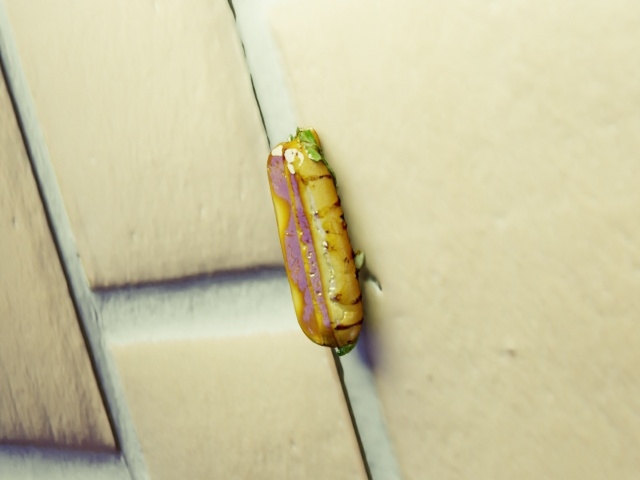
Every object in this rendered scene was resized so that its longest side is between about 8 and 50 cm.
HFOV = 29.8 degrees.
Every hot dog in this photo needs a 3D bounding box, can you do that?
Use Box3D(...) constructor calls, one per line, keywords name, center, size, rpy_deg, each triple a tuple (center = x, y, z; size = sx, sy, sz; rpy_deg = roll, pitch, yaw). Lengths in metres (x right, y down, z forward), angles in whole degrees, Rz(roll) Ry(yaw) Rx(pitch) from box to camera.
Box3D(name="hot dog", center=(0.000, 0.000, 0.633), size=(0.049, 0.037, 0.122), rpy_deg=(-2, 99, 62))
